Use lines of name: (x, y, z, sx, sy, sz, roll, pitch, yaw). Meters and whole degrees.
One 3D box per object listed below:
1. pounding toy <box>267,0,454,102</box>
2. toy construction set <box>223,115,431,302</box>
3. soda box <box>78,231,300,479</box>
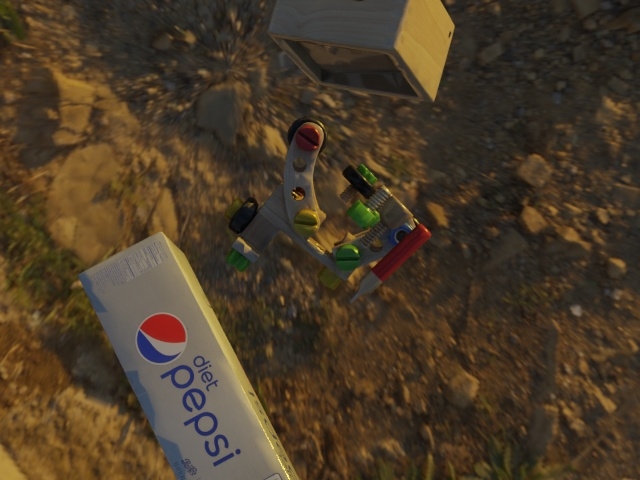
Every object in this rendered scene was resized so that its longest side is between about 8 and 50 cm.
pounding toy: (0.022, -0.189, 0.959, 0.141, 0.130, 0.100, 12, 79, 23)
toy construction set: (0.000, 0.000, 1.683, 0.237, 0.309, 0.257, -45, 120, 3)
soda box: (-0.113, 0.140, 1.101, 0.091, 0.098, 0.286, -29, 74, -1)
